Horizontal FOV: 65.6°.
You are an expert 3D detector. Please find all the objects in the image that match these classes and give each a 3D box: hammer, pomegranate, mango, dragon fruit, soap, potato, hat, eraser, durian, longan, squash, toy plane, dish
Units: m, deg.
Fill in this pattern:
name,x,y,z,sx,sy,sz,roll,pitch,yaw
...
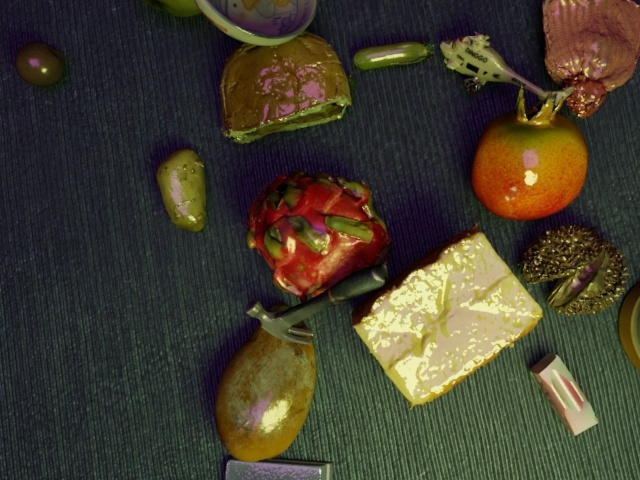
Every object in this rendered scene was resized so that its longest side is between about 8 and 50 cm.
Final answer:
name,x,y,z,sx,sy,sz,roll,pitch,yaw
hammer,0.007,0.116,0.910,0.289,0.037,0.137,-28,122,32
pomegranate,0.399,-0.162,0.949,0.220,0.221,0.257,-3,128,6
mango,-0.105,0.286,1.017,0.192,0.146,0.317,14,69,8
dragon fruit,0.002,-0.009,0.988,0.302,0.237,0.231,16,131,-7
soap,0.472,0.297,0.971,0.056,0.100,0.149,-31,83,2
potato,-0.302,-0.110,1.099,0.105,0.085,0.188,-12,87,-18
hat,0.550,-0.385,1.023,0.236,0.107,0.287,11,78,-2
eraser,-0.087,0.503,1.041,0.224,0.036,0.082,1,85,6
durian,0.500,0.047,0.978,0.195,0.167,0.196,1,87,-20
longan,-0.650,-0.412,1.156,0.113,0.092,0.114,-1,60,1
squash,0.160,-0.409,1.096,0.183,0.052,0.052,-6,84,2
toy plane,0.369,-0.349,1.021,0.286,0.108,0.092,39,69,18
dish,-0.154,-0.499,0.997,0.273,0.133,0.274,7,76,-30

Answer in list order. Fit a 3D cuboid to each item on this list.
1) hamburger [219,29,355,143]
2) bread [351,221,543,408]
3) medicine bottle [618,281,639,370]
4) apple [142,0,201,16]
name,x,y,z,sx,sy,sz,roll,pitch,yaw
hamburger,-0.082,-0.343,1.073,0.308,0.132,0.211,-15,86,6
bread,0.218,0.138,0.928,0.279,0.279,0.207,-36,85,0
medicine bottle,0.711,0.167,0.893,0.237,0.232,0.238,-1,84,6
apple,-0.307,-0.629,1.066,0.278,0.279,0.280,-1,85,6
